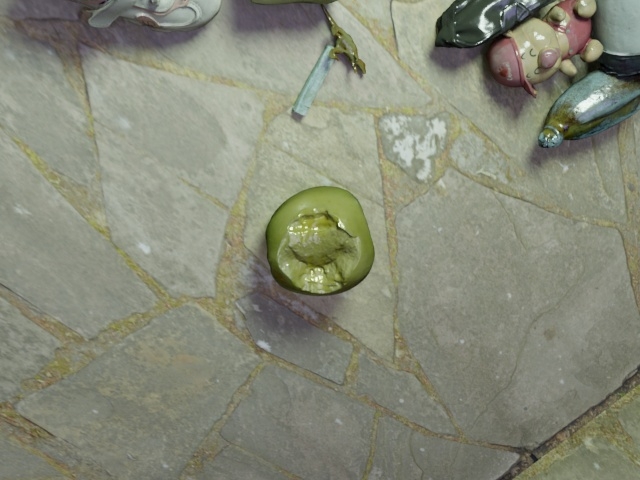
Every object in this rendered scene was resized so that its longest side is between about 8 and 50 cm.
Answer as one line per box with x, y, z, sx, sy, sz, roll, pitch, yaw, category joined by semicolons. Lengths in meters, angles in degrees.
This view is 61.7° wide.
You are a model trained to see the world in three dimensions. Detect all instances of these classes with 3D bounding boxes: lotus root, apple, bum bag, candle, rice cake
0.699;-0.352;1.407;0.323;0.139;0.158;-28;146;3;lotus root
0.000;0.000;1.298;0.280;0.279;0.278;-7;118;-14;apple
0.402;-0.539;1.228;0.327;0.142;0.079;-30;156;4;bum bag
0.738;-0.566;1.232;0.221;0.221;0.342;-34;133;1;candle
-0.013;-0.366;1.230;0.033;0.029;0.170;21;108;-30;rice cake

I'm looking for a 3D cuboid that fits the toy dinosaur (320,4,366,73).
0.052;-0.457;1.207;0.039;0.126;0.161;-19;85;34;toy dinosaur

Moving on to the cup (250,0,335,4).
-0.051;-0.591;1.055;0.202;0.255;0.173;-8;160;-12;cup

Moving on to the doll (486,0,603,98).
0.532;-0.457;1.280;0.256;0.152;0.196;-28;95;5;doll

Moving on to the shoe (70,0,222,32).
-0.351;-0.470;0.972;0.352;0.198;0.171;5;116;-19;shoe
